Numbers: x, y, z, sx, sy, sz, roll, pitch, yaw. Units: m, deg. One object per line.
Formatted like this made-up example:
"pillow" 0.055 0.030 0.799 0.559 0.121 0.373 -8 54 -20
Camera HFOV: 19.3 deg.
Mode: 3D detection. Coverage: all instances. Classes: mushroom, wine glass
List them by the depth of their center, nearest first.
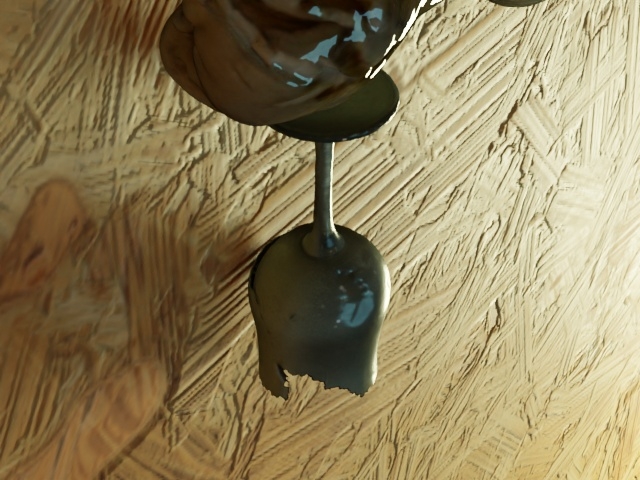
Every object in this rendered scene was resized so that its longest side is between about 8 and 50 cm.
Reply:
"mushroom" 0.060 -0.162 0.921 0.397 0.126 0.177 -27 145 -58
"wine glass" 0.000 0.000 1.006 0.079 0.079 0.196 -42 146 -39
